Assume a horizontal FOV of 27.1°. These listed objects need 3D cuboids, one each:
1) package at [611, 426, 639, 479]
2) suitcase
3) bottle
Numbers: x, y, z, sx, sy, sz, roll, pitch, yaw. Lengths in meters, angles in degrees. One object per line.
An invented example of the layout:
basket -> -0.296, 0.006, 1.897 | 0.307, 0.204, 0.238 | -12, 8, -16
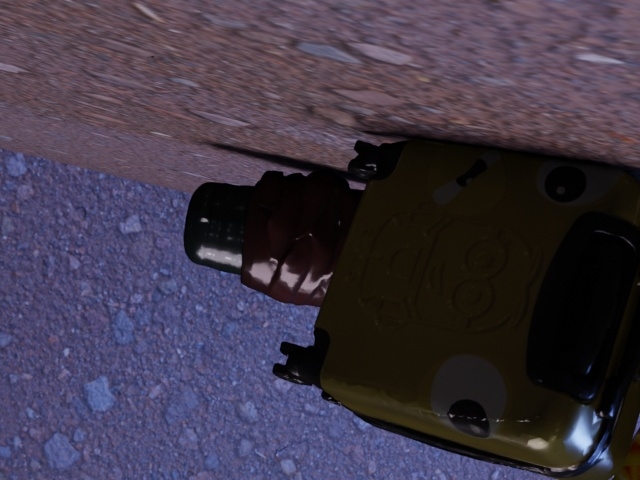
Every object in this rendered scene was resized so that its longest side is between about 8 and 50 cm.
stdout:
package -> 0.316, 0.093, 0.833 | 0.223, 0.288, 0.108 | 9, -141, -17
suitcase -> 0.112, 0.046, 0.867 | 0.235, 0.194, 0.143 | 12, 165, 36
bottle -> 0.000, 0.000, 1.326 | 0.271, 0.143, 0.156 | 10, 153, -5
